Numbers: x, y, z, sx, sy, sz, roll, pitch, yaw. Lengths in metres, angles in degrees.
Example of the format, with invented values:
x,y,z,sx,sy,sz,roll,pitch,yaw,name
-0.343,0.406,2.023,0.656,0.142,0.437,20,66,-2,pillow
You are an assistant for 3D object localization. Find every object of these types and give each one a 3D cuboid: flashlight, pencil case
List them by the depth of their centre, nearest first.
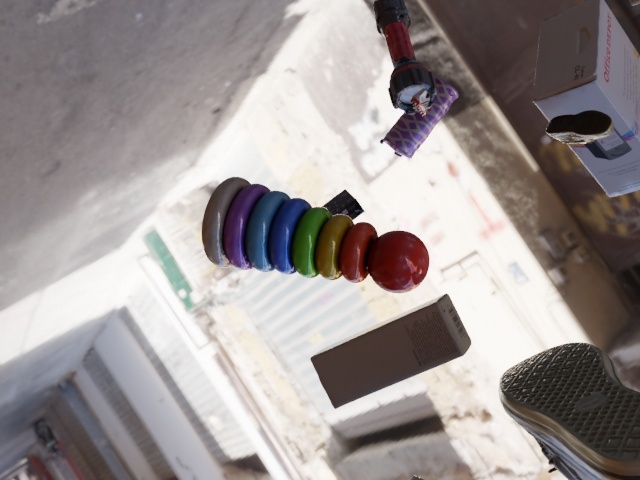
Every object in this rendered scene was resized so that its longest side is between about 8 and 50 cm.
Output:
x,y,z,sx,sy,sz,roll,pitch,yaw,name
0.175,-0.418,1.842,0.103,0.304,0.103,13,141,-33,flashlight
0.233,-0.282,1.959,0.206,0.086,0.088,-51,159,3,pencil case

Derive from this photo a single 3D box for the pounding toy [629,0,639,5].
x,y,z,sx,sy,sz,roll,pitch,yaw,name
0.478,-0.395,1.165,0.154,0.269,0.155,-110,-147,-65,pounding toy

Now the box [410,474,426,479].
x,y,z,sx,sy,sz,roll,pitch,yaw,name
0.323,0.664,1.976,0.063,0.324,0.067,-55,-157,-16,box

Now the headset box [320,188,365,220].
x,y,z,sx,sy,sz,roll,pitch,yaw,name
0.038,-0.058,1.561,0.062,0.032,0.083,-37,-158,-1,headset box

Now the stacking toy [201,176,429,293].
x,y,z,sx,sy,sz,roll,pitch,yaw,name
0.000,0.000,1.230,0.330,0.141,0.141,12,-165,20,stacking toy

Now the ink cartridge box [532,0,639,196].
x,y,z,sx,sy,sz,roll,pitch,yaw,name
0.532,-0.263,1.581,0.131,0.306,0.226,-19,-136,40,ink cartridge box

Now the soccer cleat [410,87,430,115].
x,y,z,sx,sy,sz,roll,pitch,yaw,name
0.179,-0.244,1.484,0.036,0.029,0.083,-49,164,6,soccer cleat

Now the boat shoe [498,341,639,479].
x,y,z,sx,sy,sz,roll,pitch,yaw,name
0.396,0.276,1.233,0.186,0.156,0.500,-25,-169,-3,boat shoe

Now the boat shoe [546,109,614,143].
x,y,z,sx,sy,sz,roll,pitch,yaw,name
0.444,-0.187,1.425,0.135,0.045,0.050,16,-104,60,boat shoe

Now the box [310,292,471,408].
x,y,z,sx,sy,sz,roll,pitch,yaw,name
0.129,0.204,1.554,0.275,0.113,0.094,-25,179,22,box
